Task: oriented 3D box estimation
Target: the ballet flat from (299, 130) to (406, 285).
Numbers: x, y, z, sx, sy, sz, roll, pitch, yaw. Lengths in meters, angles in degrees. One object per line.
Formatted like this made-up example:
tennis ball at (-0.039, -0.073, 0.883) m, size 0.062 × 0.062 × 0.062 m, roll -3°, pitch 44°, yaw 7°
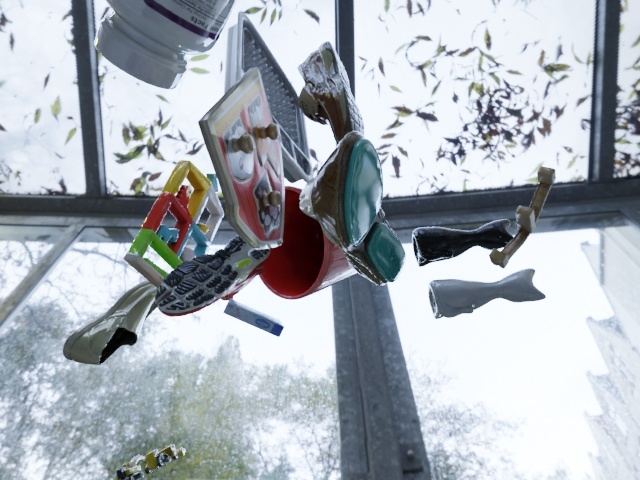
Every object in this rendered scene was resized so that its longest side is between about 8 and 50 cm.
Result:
ballet flat at (0.042, -0.036, 0.608) m, size 0.124 × 0.116 × 0.342 m, roll 19°, pitch -18°, yaw 29°

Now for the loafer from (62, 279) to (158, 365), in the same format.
loafer at (-0.453, 0.194, 0.938) m, size 0.092 × 0.268 × 0.101 m, roll 31°, pitch -45°, yaw 12°

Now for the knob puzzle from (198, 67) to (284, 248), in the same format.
knob puzzle at (-0.062, -0.075, 0.455) m, size 0.030 × 0.213 × 0.213 m, roll -4°, pitch -54°, yaw 12°

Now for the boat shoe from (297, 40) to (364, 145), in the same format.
boat shoe at (0.015, -0.321, 0.924) m, size 0.120 × 0.323 × 0.122 m, roll -23°, pitch -37°, yaw 16°

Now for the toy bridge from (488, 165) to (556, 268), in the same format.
toy bridge at (0.339, -0.034, 0.662) m, size 0.188 × 0.026 × 0.063 m, roll -56°, pitch -40°, yaw -9°

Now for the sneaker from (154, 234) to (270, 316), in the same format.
sneaker at (-0.203, 0.089, 0.818) m, size 0.107 × 0.279 × 0.118 m, roll 34°, pitch -51°, yaw 21°

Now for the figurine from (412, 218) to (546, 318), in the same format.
figurine at (0.313, 0.052, 0.808) m, size 0.210 × 0.214 × 0.092 m, roll -11°, pitch -39°, yaw 5°

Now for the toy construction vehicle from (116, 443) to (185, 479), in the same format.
toy construction vehicle at (-0.255, 0.329, 0.599) m, size 0.086 × 0.035 × 0.098 m, roll -30°, pitch -18°, yaw 0°

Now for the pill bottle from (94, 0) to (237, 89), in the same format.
pill bottle at (-0.195, -0.374, 0.551) m, size 0.169 × 0.169 × 0.301 m, roll 29°, pitch -64°, yaw -21°

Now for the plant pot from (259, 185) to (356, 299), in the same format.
plant pot at (0.000, 0.000, 1.003) m, size 0.243 × 0.275 × 0.274 m, roll -5°, pitch -44°, yaw -45°

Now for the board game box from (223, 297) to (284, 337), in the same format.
board game box at (-0.103, 0.117, 0.617) m, size 0.090 × 0.090 × 0.020 m, roll 26°, pitch -99°, yaw -7°

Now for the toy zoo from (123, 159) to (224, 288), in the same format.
toy zoo at (-0.292, -0.035, 0.870) m, size 0.030 × 0.293 × 0.192 m, roll 6°, pitch -30°, yaw 16°

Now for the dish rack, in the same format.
dish rack at (-0.119, -0.294, 0.869) m, size 0.073 × 0.332 × 0.285 m, roll -21°, pitch -38°, yaw 19°
